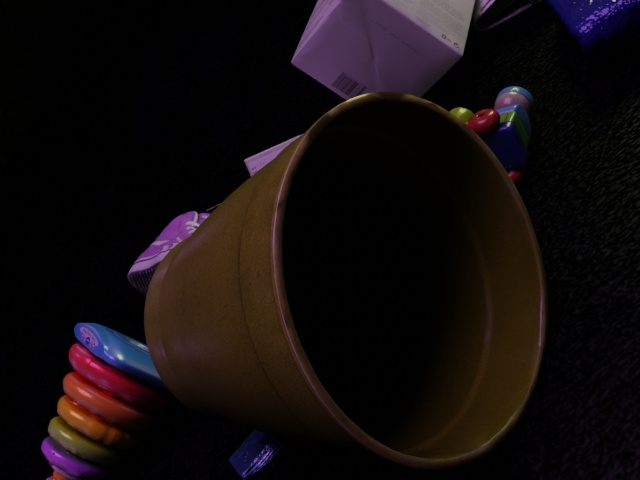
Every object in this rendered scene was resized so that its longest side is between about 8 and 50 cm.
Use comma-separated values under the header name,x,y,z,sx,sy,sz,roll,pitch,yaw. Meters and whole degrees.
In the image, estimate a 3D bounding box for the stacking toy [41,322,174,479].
name,x,y,z,sx,sy,sz,roll,pitch,yaw
stacking toy,-0.331,0.282,1.376,0.175,0.165,0.302,24,84,54

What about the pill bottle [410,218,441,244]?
name,x,y,z,sx,sy,sz,roll,pitch,yaw
pill bottle,0.159,-0.024,1.174,0.065,0.065,0.116,-10,-2,44

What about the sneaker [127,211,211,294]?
name,x,y,z,sx,sy,sz,roll,pitch,yaw
sneaker,-0.205,0.008,1.600,0.282,0.102,0.161,-2,46,49

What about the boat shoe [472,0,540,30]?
name,x,y,z,sx,sy,sz,roll,pitch,yaw
boat shoe,0.334,-0.404,1.519,0.226,0.083,0.076,-34,39,39

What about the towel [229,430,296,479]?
name,x,y,z,sx,sy,sz,roll,pitch,yaw
towel,-0.061,0.244,1.187,0.119,0.029,0.067,-47,29,-7

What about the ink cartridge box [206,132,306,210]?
name,x,y,z,sx,sy,sz,roll,pitch,yaw
ink cartridge box,-0.064,-0.125,1.564,0.235,0.056,0.171,-18,6,38

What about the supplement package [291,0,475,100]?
name,x,y,z,sx,sy,sz,roll,pitch,yaw
supplement package,0.112,-0.369,1.554,0.198,0.199,0.263,-43,22,45

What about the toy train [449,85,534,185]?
name,x,y,z,sx,sy,sz,roll,pitch,yaw
toy train,0.171,-0.131,1.317,0.248,0.105,0.143,-13,30,34

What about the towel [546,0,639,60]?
name,x,y,z,sx,sy,sz,roll,pitch,yaw
towel,0.469,-0.378,1.318,0.308,0.076,0.228,-31,28,17

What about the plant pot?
name,x,y,z,sx,sy,sz,roll,pitch,yaw
plant pot,-0.006,0.069,1.053,0.353,0.366,0.366,-19,37,49
